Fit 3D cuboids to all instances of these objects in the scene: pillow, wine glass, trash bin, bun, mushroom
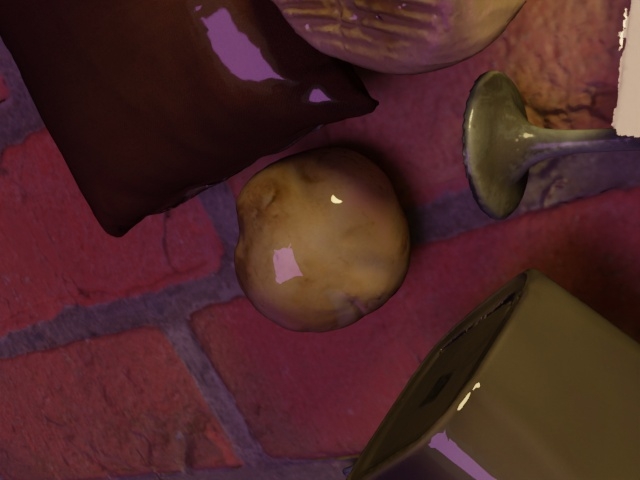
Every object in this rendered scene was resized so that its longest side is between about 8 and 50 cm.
[{"bbox_3d":[-0.140,-0.178,0.689,0.308,0.108,0.305,-21,100,39],"label":"pillow"},{"bbox_3d":[0.277,-0.009,0.556,0.309,0.096,0.264,0,141,34],"label":"wine glass"},{"bbox_3d":[0.171,0.170,0.592,0.250,0.220,0.219,40,143,1],"label":"trash bin"},{"bbox_3d":[0.044,-0.197,0.537,0.193,0.128,0.178,19,128,39],"label":"bun"},{"bbox_3d":[0.000,0.000,0.698,0.148,0.112,0.148,-1,110,-3],"label":"mushroom"}]

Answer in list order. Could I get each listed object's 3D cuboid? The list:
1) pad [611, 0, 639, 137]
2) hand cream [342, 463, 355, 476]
[{"bbox_3d":[0.263,-0.122,0.439,0.232,0.004,0.156,5,81,35],"label":"pad"},{"bbox_3d":[0.117,0.310,0.855,0.256,0.055,0.088,53,141,-2],"label":"hand cream"}]
